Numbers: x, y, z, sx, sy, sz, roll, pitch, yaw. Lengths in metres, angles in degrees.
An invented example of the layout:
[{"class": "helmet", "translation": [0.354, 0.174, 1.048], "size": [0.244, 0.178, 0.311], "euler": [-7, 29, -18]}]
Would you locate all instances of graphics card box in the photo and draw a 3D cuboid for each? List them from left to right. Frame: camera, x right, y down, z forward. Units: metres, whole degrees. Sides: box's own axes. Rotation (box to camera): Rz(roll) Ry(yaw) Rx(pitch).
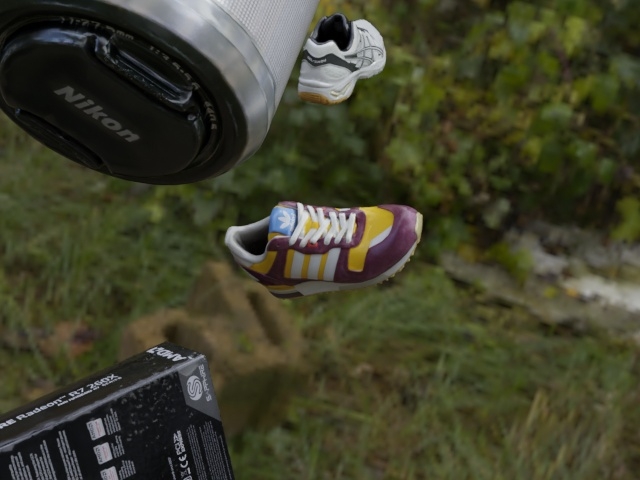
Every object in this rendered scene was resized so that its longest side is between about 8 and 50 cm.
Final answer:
[{"class": "graphics card box", "translation": [-0.268, 0.282, 1.702], "size": [0.370, 0.233, 0.094], "euler": [-24, 20, -31]}]

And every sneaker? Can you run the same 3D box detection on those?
[{"class": "sneaker", "translation": [0.000, 0.000, 1.377], "size": [0.084, 0.185, 0.070], "euler": [40, 47, -35]}, {"class": "sneaker", "translation": [0.013, -0.098, 0.792], "size": [0.031, 0.037, 0.083], "euler": [10, 30, 14]}]

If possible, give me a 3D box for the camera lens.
[{"class": "camera lens", "translation": [-0.108, -0.194, 1.127], "size": [0.219, 0.219, 0.274], "euler": [17, 60, 5]}]
